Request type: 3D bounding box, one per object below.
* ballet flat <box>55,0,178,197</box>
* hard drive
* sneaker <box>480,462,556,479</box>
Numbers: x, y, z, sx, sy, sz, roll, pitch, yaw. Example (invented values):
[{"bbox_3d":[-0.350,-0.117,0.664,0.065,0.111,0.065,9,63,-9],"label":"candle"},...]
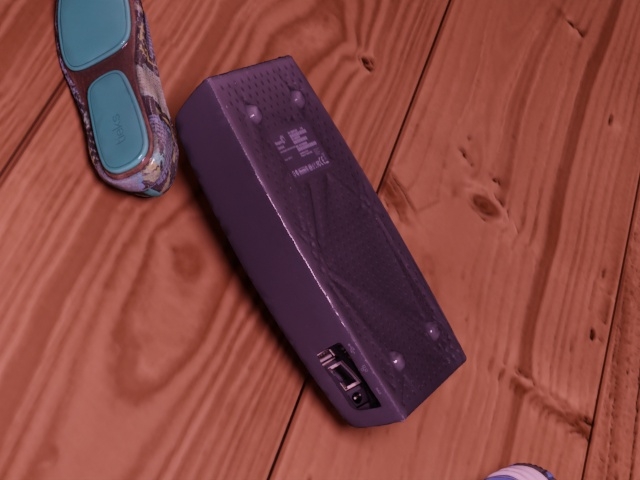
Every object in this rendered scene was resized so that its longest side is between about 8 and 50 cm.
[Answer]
[{"bbox_3d":[-0.135,-0.108,1.222,0.070,0.070,0.188,15,52,-40],"label":"ballet flat"},{"bbox_3d":[0.000,0.000,1.238,0.255,0.054,0.172,60,23,0],"label":"hard drive"},{"bbox_3d":[0.152,0.252,1.223,0.081,0.080,0.211,-6,55,-42],"label":"sneaker"}]
